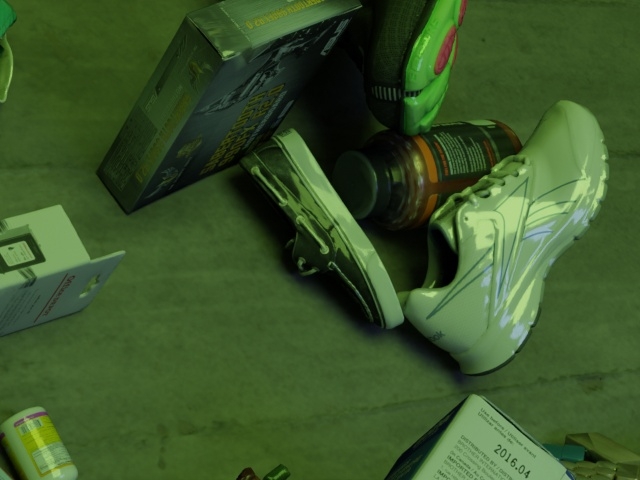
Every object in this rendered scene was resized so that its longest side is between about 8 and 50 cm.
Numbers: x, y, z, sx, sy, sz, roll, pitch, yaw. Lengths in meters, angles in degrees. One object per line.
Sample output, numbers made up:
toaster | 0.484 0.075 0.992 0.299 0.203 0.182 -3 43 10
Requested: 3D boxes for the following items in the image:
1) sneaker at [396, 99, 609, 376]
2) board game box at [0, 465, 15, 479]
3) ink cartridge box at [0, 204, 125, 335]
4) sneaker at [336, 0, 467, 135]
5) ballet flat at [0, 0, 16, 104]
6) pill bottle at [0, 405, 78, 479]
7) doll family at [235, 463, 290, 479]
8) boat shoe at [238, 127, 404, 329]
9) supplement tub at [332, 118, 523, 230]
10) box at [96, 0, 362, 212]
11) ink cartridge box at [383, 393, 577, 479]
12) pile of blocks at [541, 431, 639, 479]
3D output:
sneaker | 0.182 -0.019 1.510 0.129 0.111 0.297 34 73 -19
board game box | -0.356 0.154 1.169 0.281 0.027 0.145 45 45 2
ink cartridge box | -0.262 0.032 1.263 0.180 0.104 0.060 -18 69 -40
sneaker | 0.015 -0.257 1.575 0.202 0.185 0.482 -1 34 -15
ballet flat | -0.317 -0.132 1.362 0.087 0.083 0.247 33 47 -29
pill bottle | -0.221 0.177 1.229 0.043 0.043 0.083 -18 71 -40
doll family | -0.075 0.268 1.242 0.111 0.076 0.193 37 49 -12
boat shoe | 0.000 0.000 1.486 0.070 0.078 0.219 -32 84 -9
supplement tub | 0.109 -0.067 1.572 0.198 0.106 0.106 -8 64 -37
box | -0.085 -0.137 1.408 0.183 0.231 0.056 -29 74 -43
ink cartridge box | 0.128 0.312 1.187 0.270 0.151 0.395 41 52 1
pile of blocks | 0.254 0.259 1.458 0.362 0.149 0.112 1 102 -22
